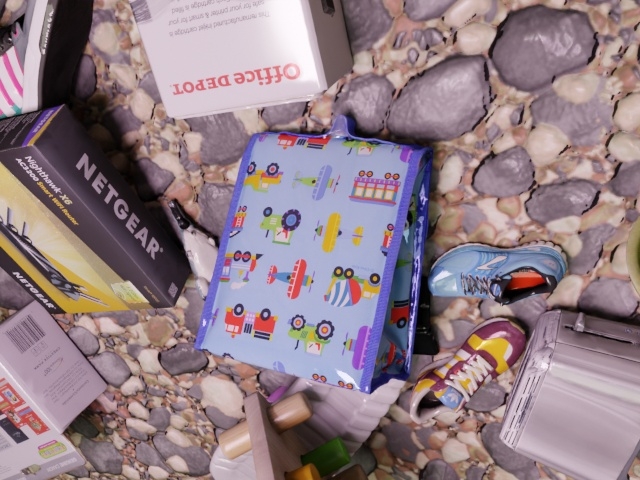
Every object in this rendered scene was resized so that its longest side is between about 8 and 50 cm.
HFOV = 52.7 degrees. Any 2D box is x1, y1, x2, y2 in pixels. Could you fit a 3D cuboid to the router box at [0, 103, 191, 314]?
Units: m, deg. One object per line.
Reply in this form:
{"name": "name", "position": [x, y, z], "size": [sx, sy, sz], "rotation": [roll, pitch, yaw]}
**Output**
{"name": "router box", "position": [-0.359, -0.023, 0.882], "size": [0.242, 0.081, 0.309], "rotation": [-6, 136, 26]}

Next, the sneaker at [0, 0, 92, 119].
{"name": "sneaker", "position": [-0.404, -0.247, 0.818], "size": [0.178, 0.124, 0.296], "rotation": [27, 126, -5]}

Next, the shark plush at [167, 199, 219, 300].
{"name": "shark plush", "position": [-0.180, 0.023, 0.911], "size": [0.161, 0.073, 0.067], "rotation": [53, 153, -16]}

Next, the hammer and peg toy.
{"name": "hammer and peg toy", "position": [0.018, 0.384, 0.814], "size": [0.127, 0.266, 0.361], "rotation": [-29, 123, 4]}

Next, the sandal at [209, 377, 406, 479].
{"name": "sandal", "position": [-0.013, 0.252, 0.944], "size": [0.169, 0.102, 0.416], "rotation": [32, 124, -17]}

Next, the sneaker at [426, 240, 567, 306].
{"name": "sneaker", "position": [0.198, 0.041, 0.747], "size": [0.162, 0.073, 0.064], "rotation": [-11, 113, 27]}

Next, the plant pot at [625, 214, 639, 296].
{"name": "plant pot", "position": [0.442, 0.097, 0.584], "size": [0.275, 0.276, 0.254], "rotation": [-8, 125, 26]}

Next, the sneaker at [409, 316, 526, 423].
{"name": "sneaker", "position": [0.186, 0.173, 0.819], "size": [0.069, 0.084, 0.185], "rotation": [40, 125, -2]}

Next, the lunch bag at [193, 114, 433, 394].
{"name": "lunch bag", "position": [0.000, 0.000, 0.742], "size": [0.220, 0.138, 0.294], "rotation": [9, 90, 26]}

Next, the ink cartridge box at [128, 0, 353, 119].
{"name": "ink cartridge box", "position": [-0.095, -0.281, 0.667], "size": [0.196, 0.114, 0.273], "rotation": [-3, 115, 23]}

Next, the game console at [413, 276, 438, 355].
{"name": "game console", "position": [0.092, 0.100, 0.863], "size": [0.122, 0.071, 0.108], "rotation": [0, 87, 22]}

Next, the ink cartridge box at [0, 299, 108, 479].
{"name": "ink cartridge box", "position": [-0.548, 0.293, 1.165], "size": [0.309, 0.130, 0.272], "rotation": [-27, 104, 32]}

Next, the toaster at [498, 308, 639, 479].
{"name": "toaster", "position": [0.303, 0.187, 0.755], "size": [0.146, 0.129, 0.227], "rotation": [19, 125, 17]}
